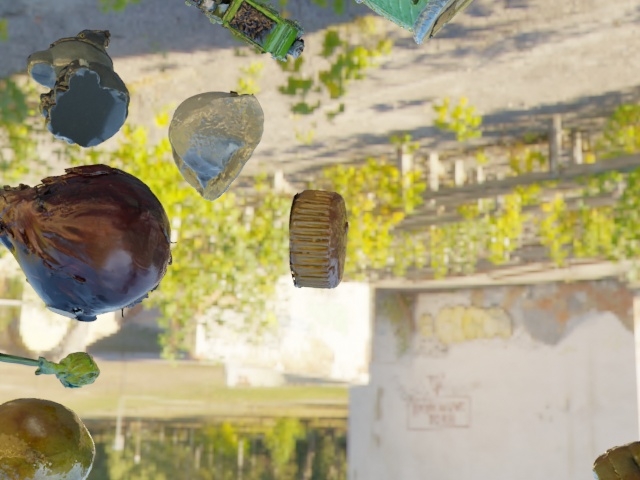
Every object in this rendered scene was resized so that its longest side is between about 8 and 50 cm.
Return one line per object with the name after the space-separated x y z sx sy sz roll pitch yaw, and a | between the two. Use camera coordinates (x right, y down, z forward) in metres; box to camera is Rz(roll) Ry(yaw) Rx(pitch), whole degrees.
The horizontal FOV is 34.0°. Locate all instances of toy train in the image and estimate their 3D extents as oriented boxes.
-0.108 -0.289 1.307 0.202 0.060 0.081 35 -171 18 | toy train

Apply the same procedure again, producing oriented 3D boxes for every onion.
-0.331 0.010 1.534 0.281 0.221 0.281 11 165 3 | onion

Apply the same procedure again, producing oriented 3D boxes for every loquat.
-0.504 0.375 1.756 0.213 0.213 0.246 -7 180 35 | loquat

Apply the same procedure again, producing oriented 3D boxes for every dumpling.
-0.220 -0.196 2.139 0.175 0.227 0.243 2 171 -12 | dumpling

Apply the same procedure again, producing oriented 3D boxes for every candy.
-0.535 0.241 2.012 0.077 0.073 0.262 -37 148 22 | candy

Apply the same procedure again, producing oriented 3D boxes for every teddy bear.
-0.403 -0.242 1.695 0.144 0.171 0.251 4 -154 -26 | teddy bear

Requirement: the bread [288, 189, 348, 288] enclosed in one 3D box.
0.000 -0.001 2.047 0.104 0.199 0.199 3 169 9 | bread

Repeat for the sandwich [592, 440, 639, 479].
0.480 0.442 1.506 0.099 0.271 0.301 -26 149 5 | sandwich

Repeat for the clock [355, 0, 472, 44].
0.098 -0.338 1.159 0.195 0.194 0.100 44 161 7 | clock
